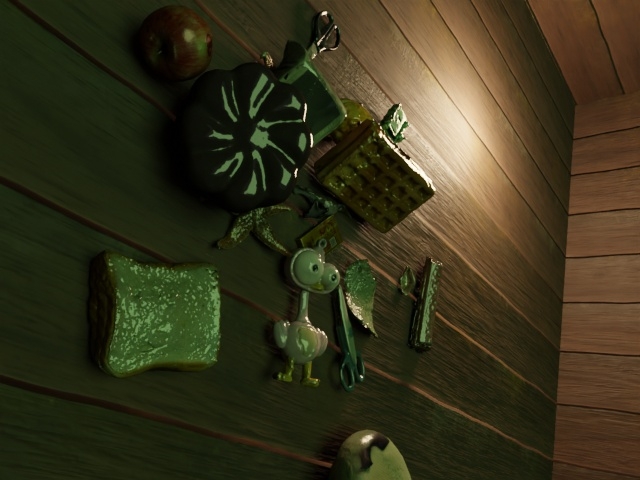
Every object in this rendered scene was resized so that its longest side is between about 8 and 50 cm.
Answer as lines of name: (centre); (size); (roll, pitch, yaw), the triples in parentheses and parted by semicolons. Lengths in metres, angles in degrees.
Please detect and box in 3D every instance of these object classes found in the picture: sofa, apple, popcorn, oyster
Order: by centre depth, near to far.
apple: (-0.283, -0.391, 1.023); (0.146, 0.146, 0.131); (65, 32, -20)
sofa: (-0.078, -0.334, 1.261); (0.210, 0.225, 0.176); (45, 10, -34)
popcorn: (0.083, -0.317, 1.435); (0.167, 0.148, 0.152); (34, 91, -22)
oyster: (0.284, 0.133, 1.693); (0.051, 0.034, 0.093); (34, 71, -23)

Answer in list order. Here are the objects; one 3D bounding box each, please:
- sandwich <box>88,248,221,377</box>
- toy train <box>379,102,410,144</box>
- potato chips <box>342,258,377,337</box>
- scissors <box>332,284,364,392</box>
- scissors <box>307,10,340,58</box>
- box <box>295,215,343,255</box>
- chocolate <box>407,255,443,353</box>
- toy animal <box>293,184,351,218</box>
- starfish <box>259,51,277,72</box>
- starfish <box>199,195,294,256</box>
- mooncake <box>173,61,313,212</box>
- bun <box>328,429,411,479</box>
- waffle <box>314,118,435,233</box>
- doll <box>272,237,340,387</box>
sandwich: (-0.303, 0.140, 0.978); (0.251, 0.087, 0.226); (9, 80, -48)
toy train: (0.227, -0.367, 1.659); (0.099, 0.081, 0.149); (53, 44, -30)
potato chips: (0.129, 0.170, 1.491); (0.167, 0.059, 0.229); (10, 73, -55)
scissors: (0.069, 0.264, 1.421); (0.138, 0.041, 0.289); (-14, 95, -60)
scissors: (-0.021, -0.527, 1.431); (0.109, 0.022, 0.300); (53, 52, -34)
box: (0.000, 0.000, 1.390); (0.156, 0.022, 0.089); (-41, 117, -44)
chocolate: (0.364, 0.216, 1.750); (0.102, 0.065, 0.330); (29, 66, -44)
toy animal: (0.015, -0.097, 1.387); (0.202, 0.070, 0.105); (3, 52, -49)
starfish: (-0.082, -0.397, 1.313); (0.210, 0.053, 0.150); (46, 61, -40)
starfish: (-0.170, -0.037, 1.184); (0.247, 0.050, 0.138); (7, 78, -37)
mooncake: (-0.155, -0.210, 1.061); (0.305, 0.154, 0.306); (-1, 93, -18)
bun: (0.112, 0.644, 1.340); (0.283, 0.179, 0.283); (38, 37, -36)
waffle: (0.156, -0.171, 1.445); (0.327, 0.224, 0.098); (34, 25, -42)
doll: (-0.036, 0.166, 1.269); (0.160, 0.094, 0.366); (21, 72, -30)
